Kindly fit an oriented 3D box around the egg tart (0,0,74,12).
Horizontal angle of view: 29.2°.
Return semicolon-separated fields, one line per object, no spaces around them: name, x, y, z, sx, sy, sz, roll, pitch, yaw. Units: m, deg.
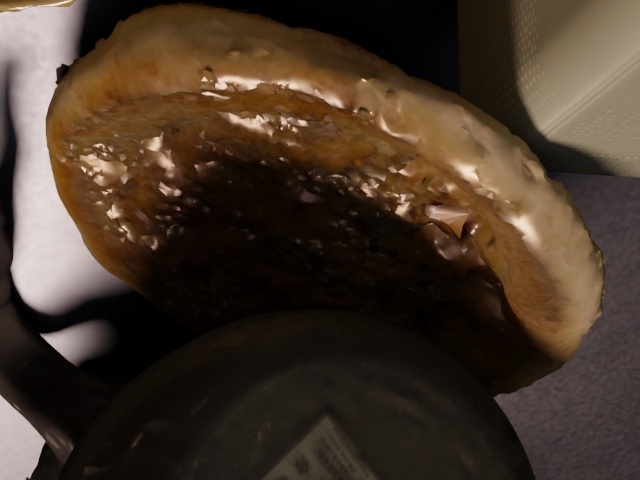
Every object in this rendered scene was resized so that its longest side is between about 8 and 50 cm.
egg tart;-0.142;-0.214;0.409;0.345;0.132;0.345;-6;129;-8

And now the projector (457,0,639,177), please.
projector;0.170;-0.120;0.463;0.177;0.163;0.242;2;164;-12

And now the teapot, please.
teapot;-0.082;0.141;0.608;0.305;0.223;0.285;25;161;-21

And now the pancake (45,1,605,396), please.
pancake;0.000;-0.001;0.577;0.282;0.049;0.282;15;148;10
